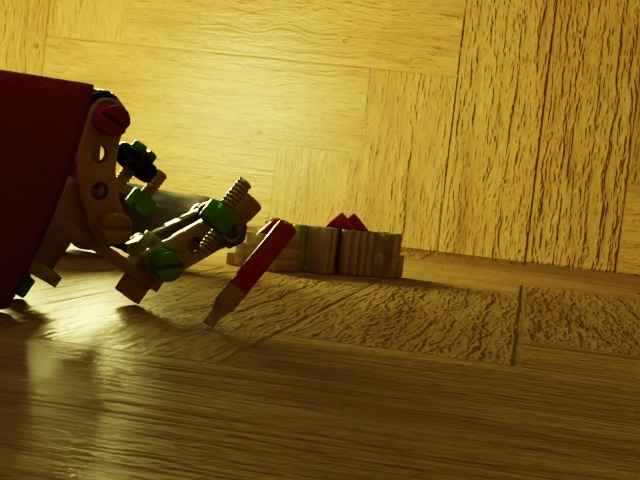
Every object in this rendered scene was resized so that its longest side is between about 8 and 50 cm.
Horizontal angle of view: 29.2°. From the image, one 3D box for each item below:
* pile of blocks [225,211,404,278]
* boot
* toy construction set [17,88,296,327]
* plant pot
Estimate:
[{"bbox_3d":[0.000,0.000,2.232,0.362,0.113,0.149,5,3,-35],"label":"pile of blocks"},{"bbox_3d":[-0.340,-0.077,1.983,0.338,0.118,0.223,-2,-40,29],"label":"boot"},{"bbox_3d":[-0.211,0.007,1.360,0.308,0.237,0.257,29,-15,35],"label":"toy construction set"},{"bbox_3d":[-0.416,-0.058,1.219,0.267,0.236,0.267,3,5,-44],"label":"plant pot"}]
